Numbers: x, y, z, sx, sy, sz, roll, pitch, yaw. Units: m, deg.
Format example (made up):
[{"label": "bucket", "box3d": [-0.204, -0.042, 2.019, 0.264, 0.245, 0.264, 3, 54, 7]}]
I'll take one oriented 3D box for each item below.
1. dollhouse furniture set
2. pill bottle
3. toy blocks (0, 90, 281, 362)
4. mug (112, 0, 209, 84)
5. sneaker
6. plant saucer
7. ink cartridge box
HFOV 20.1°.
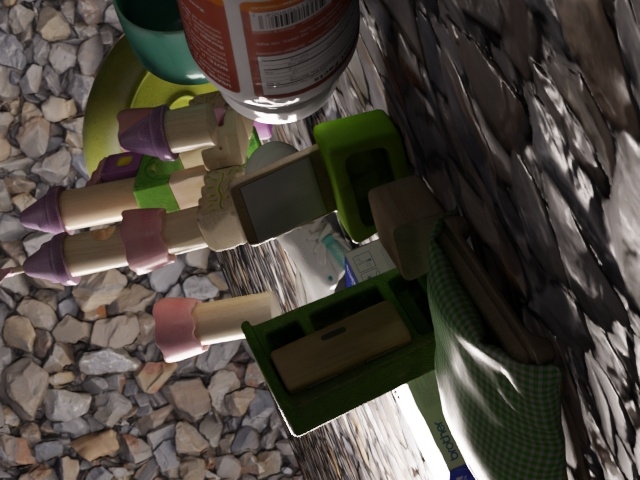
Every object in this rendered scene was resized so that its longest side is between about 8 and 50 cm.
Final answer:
[{"label": "dollhouse furniture set", "box3d": [0.045, 0.079, 1.235, 0.301, 0.151, 0.197, -121, 10, -48]}, {"label": "pill bottle", "box3d": [-0.035, -0.164, 1.191, 0.216, 0.121, 0.121, 84, 162, -68]}, {"label": "toy blocks", "box3d": [-0.191, -0.068, 1.841, 0.288, 0.260, 0.309, -81, -23, -55]}, {"label": "mug", "box3d": [-0.112, -0.198, 1.658, 0.097, 0.129, 0.157, 71, 173, -53]}, {"label": "sneaker", "box3d": [0.000, 0.000, 1.749, 0.094, 0.080, 0.212, 26, 145, 59]}, {"label": "plant saucer", "box3d": [-0.168, -0.136, 2.040, 0.037, 0.241, 0.241, 20, 142, 37]}, {"label": "ink cartridge box", "box3d": [0.081, 0.107, 1.507, 0.097, 0.046, 0.207, 84, 162, -66]}]
